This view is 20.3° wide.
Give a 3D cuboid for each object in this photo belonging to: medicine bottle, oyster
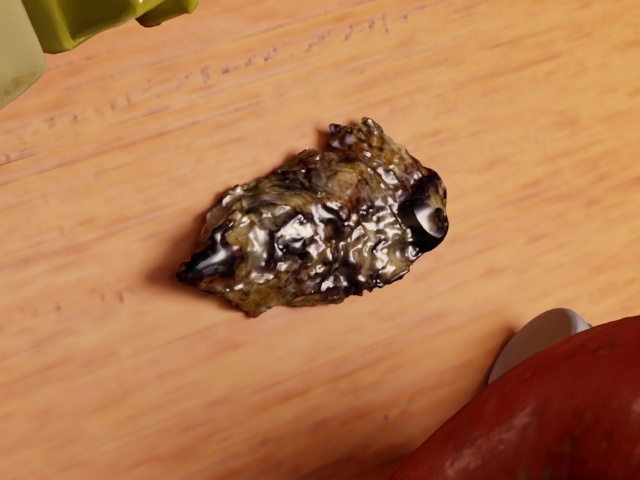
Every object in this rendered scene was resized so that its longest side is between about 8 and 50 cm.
[{"bbox_3d":[0.127,0.078,0.812,0.091,0.058,0.058,38,69,-19],"label":"medicine bottle"},{"bbox_3d":[0.001,0.000,0.771,0.132,0.029,0.086,-45,105,-26],"label":"oyster"}]

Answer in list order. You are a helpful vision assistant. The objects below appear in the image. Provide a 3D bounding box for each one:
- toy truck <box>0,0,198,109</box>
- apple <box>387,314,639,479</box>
[{"bbox_3d":[-0.175,-0.089,0.507,0.405,0.254,0.181,-44,125,-52],"label":"toy truck"},{"bbox_3d":[0.160,0.220,0.655,0.364,0.364,0.364,3,83,-27],"label":"apple"}]
